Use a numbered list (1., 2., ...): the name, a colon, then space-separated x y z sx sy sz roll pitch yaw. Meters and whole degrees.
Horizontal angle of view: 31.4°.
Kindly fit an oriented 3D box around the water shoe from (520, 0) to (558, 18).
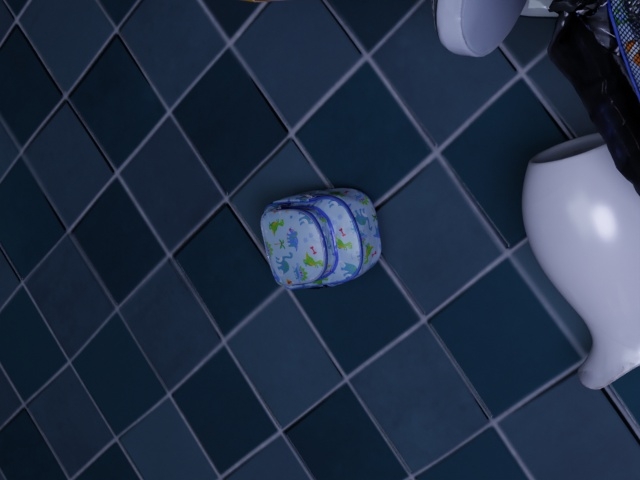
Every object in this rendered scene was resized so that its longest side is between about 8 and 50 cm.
1. water shoe: 0.151 -0.253 1.031 0.203 0.073 0.080 21 110 30

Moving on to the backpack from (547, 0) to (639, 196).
1. backpack: 0.324 -0.139 0.829 0.213 0.276 0.263 4 128 37

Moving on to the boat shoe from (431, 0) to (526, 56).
1. boat shoe: 0.127 -0.302 0.967 0.105 0.113 0.306 6 83 35

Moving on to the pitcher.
1. pitcher: 0.277 0.007 0.984 0.178 0.125 0.207 -18 101 16

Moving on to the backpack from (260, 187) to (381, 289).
1. backpack: 0.000 0.000 1.190 0.114 0.084 0.105 -9 97 34
